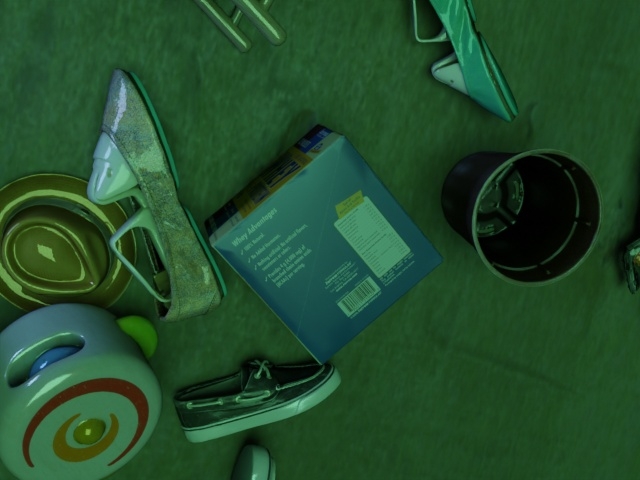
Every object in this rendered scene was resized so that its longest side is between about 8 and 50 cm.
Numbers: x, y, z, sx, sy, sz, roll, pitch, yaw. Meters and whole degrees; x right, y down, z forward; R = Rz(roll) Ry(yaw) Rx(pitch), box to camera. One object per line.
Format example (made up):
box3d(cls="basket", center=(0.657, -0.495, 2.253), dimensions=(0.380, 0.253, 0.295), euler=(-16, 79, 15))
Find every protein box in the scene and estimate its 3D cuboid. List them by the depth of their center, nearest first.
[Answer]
box3d(cls="protein box", center=(0.000, 0.000, 0.984), dimensions=(0.200, 0.136, 0.201), euler=(-41, 108, 0))

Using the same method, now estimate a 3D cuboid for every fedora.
box3d(cls="fedora", center=(-0.316, 0.015, 0.949), dimensions=(0.194, 0.079, 0.194), euler=(-3, 104, -12))

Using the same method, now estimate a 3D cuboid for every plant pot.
box3d(cls="plant pot", center=(0.239, -0.042, 1.011), dimensions=(0.167, 0.165, 0.166), euler=(-3, 103, -12))

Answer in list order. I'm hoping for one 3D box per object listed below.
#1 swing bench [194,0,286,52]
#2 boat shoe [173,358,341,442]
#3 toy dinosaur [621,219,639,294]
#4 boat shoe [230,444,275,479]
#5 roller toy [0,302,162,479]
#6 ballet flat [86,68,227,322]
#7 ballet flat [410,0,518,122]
box3d(cls="swing bench", center=(-0.134, -0.327, 0.819), dimensions=(0.255, 0.253, 0.165), euler=(27, 96, -17))
box3d(cls="boat shoe", center=(-0.082, 0.196, 1.043), dimensions=(0.219, 0.078, 0.070), euler=(-19, 107, -6))
box3d(cls="toy dinosaur", center=(0.524, -0.019, 1.096), dimensions=(0.219, 0.164, 0.321), euler=(-13, 128, 7))
box3d(cls="boat shoe", center=(-0.081, 0.399, 1.083), dimensions=(0.088, 0.096, 0.267), euler=(4, 103, -17))
box3d(cls="roller toy", center=(-0.290, 0.186, 0.929), dimensions=(0.191, 0.146, 0.209), euler=(14, 110, -42))
box3d(cls="ballet flat", center=(-0.209, -0.040, 0.939), dimensions=(0.106, 0.108, 0.315), euler=(-27, 107, -21))
box3d(cls="ballet flat", center=(0.168, -0.253, 1.002), dimensions=(0.087, 0.083, 0.247), euler=(-20, 108, 18))
